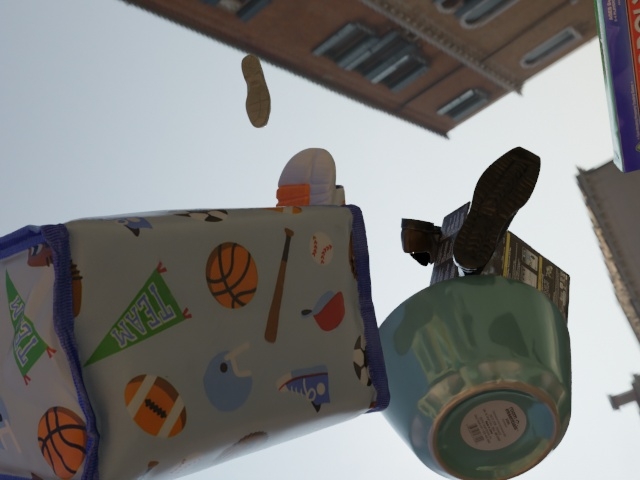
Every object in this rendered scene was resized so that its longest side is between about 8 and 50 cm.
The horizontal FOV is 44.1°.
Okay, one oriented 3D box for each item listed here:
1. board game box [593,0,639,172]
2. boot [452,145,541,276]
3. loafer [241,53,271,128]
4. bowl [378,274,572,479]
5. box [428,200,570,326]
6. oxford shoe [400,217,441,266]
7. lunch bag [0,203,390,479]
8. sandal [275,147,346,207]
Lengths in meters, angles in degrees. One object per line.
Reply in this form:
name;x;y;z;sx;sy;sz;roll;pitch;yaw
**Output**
board game box;0.452;-0.256;0.963;0.046;0.213;0.317;-88;-19;-63
boot;0.254;-0.034;1.177;0.076;0.198;0.137;34;173;16
loafer;-0.102;-0.246;1.316;0.039;0.045;0.125;15;-115;-75
bowl;0.225;0.222;1.118;0.311;0.311;0.163;43;-161;-24
box;0.365;0.158;1.610;0.318;0.097;0.395;34;-131;-20
oxford shoe;0.233;0.010;1.727;0.227;0.082;0.096;9;-92;-54
lunch bag;-0.185;0.106;0.743;0.327;0.385;0.239;-2;-96;-46
sandal;-0.008;-0.001;1.126;0.076;0.101;0.266;-10;-71;-48
